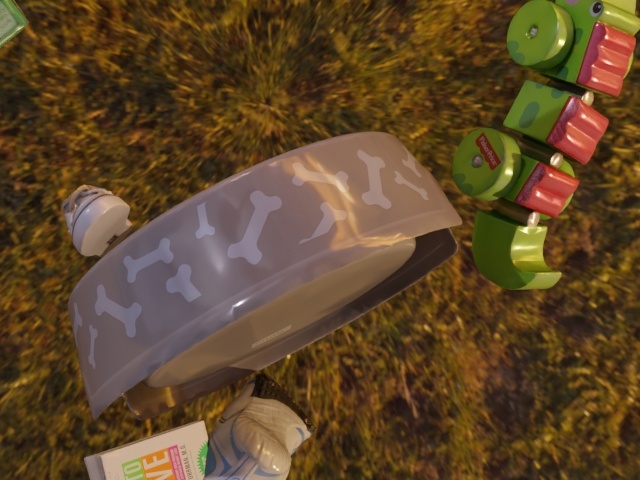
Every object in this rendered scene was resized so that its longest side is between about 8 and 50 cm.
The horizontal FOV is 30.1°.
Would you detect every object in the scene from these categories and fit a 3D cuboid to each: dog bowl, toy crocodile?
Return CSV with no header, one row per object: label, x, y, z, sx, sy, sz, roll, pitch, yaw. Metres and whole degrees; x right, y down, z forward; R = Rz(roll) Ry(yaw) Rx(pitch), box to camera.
dog bowl,-0.047,0.031,0.976,0.348,0.349,0.102,-27,80,1
toy crocodile,0.223,-0.119,1.109,0.115,0.105,0.341,17,98,-40

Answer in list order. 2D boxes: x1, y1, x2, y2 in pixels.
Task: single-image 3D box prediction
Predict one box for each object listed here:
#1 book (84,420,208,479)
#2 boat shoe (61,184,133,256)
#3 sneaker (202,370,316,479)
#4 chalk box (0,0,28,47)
book,-0.179,0.264,1.307,0.144,0.035,0.096,-13,86,-44
boat shoe,-0.323,-0.033,1.660,0.084,0.258,0.095,45,78,1
sneaker,-0.062,0.184,1.090,0.086,0.237,0.085,-43,89,10
chalk box,-0.507,-0.284,1.494,0.180,0.289,0.179,-46,117,-25
